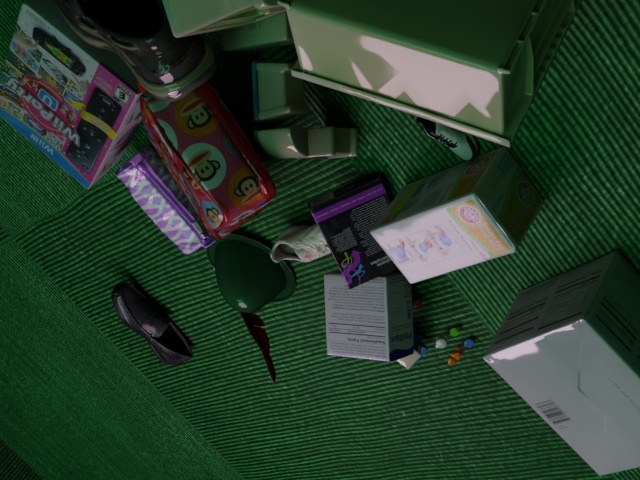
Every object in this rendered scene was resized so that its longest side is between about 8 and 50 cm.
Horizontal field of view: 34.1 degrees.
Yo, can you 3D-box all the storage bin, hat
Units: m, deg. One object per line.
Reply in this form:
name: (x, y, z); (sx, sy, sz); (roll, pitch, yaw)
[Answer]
storage bin: (0.131, -0.274, 1.121); (0.262, 0.260, 0.123); (21, 158, 21)
hat: (-0.152, 0.111, 1.811); (0.208, 0.184, 0.173); (6, 138, 32)

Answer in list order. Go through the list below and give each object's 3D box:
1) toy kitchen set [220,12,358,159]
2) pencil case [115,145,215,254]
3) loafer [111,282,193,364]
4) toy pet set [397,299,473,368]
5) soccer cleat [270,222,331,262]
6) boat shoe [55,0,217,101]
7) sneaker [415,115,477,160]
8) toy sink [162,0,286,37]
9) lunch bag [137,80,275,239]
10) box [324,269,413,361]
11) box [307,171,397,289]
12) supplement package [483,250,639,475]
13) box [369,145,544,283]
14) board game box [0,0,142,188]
toy kitchen set: (-0.040, -0.218, 1.478); (0.122, 0.166, 0.207); (0, 94, 38)
pencil case: (-0.261, -0.066, 1.795); (0.206, 0.086, 0.088); (48, 176, -17)
loafer: (-0.340, 0.168, 2.129); (0.078, 0.076, 0.223); (-10, 128, 38)
toy pet set: (0.173, 0.160, 1.732); (0.122, 0.065, 0.114); (38, 109, -7)
soccer cleat: (0.000, 0.000, 1.665); (0.196, 0.076, 0.068); (-13, 121, 46)
boat shoe: (-0.271, -0.328, 1.421); (0.355, 0.132, 0.130); (39, 165, 34)
sneaker: (0.167, -0.143, 1.405); (0.109, 0.044, 0.040); (43, 141, -12)
toy sink: (-0.069, -0.338, 1.264); (0.234, 0.152, 0.131); (-11, 99, 44)
lunch bag: (-0.181, -0.137, 1.534); (0.258, 0.120, 0.293); (55, 172, -2)
box: (0.078, 0.119, 1.684); (0.126, 0.072, 0.137); (2, 96, 38)
box: (0.065, -0.013, 1.587); (0.116, 0.029, 0.162); (-23, 120, 4)
supplement package: (0.405, 0.179, 1.472); (0.262, 0.145, 0.204); (45, 142, -10)
box: (0.188, -0.032, 1.445); (0.203, 0.114, 0.103); (-21, 114, 48)
board game box: (-0.399, -0.249, 1.706); (0.224, 0.097, 0.303); (40, 144, -3)
